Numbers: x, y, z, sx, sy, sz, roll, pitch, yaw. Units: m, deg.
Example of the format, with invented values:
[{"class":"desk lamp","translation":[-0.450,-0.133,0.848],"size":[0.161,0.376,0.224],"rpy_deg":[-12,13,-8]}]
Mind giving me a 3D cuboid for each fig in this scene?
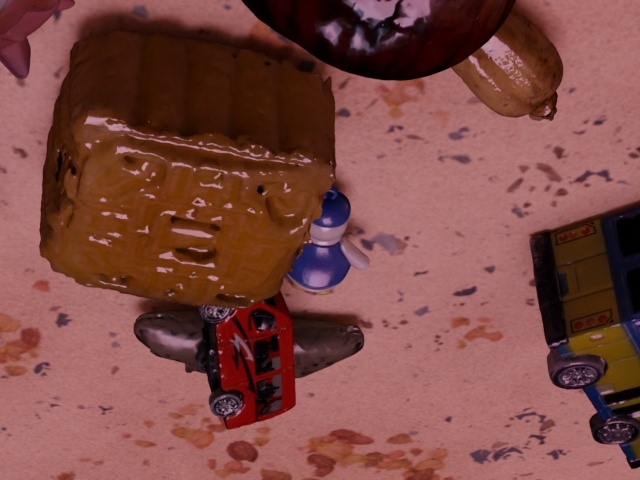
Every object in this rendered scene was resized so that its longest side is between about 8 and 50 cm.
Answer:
[{"class":"fig","translation":[0.049,-0.228,0.784],"size":[0.203,0.186,0.250],"rpy_deg":[22,130,-2]}]

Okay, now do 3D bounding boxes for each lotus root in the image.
[{"class":"lotus root","translation":[0.147,-0.142,0.983],"size":[0.072,0.063,0.152],"rpy_deg":[-45,124,6]}]

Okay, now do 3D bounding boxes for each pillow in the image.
[{"class":"pillow","translation":[-0.076,0.113,1.295],"size":[0.241,0.051,0.093],"rpy_deg":[3,141,-12]}]

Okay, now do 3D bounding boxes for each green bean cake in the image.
[{"class":"green bean cake","translation":[-0.110,-0.050,1.023],"size":[0.229,0.131,0.224],"rpy_deg":[9,141,-14]}]

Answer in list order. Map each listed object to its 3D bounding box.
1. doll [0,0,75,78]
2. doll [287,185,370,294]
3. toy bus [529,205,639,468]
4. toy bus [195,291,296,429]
[{"class":"doll","translation":[-0.257,-0.187,0.867],"size":[0.261,0.093,0.211],"rpy_deg":[-1,154,-3]},{"class":"doll","translation":[0.000,0.000,1.154],"size":[0.098,0.058,0.143],"rpy_deg":[10,138,0]},{"class":"toy bus","translation":[0.329,0.100,1.239],"size":[0.175,0.138,0.288],"rpy_deg":[-19,138,20]},{"class":"toy bus","translation":[-0.074,0.086,1.190],"size":[0.089,0.081,0.195],"rpy_deg":[-11,128,-11]}]
